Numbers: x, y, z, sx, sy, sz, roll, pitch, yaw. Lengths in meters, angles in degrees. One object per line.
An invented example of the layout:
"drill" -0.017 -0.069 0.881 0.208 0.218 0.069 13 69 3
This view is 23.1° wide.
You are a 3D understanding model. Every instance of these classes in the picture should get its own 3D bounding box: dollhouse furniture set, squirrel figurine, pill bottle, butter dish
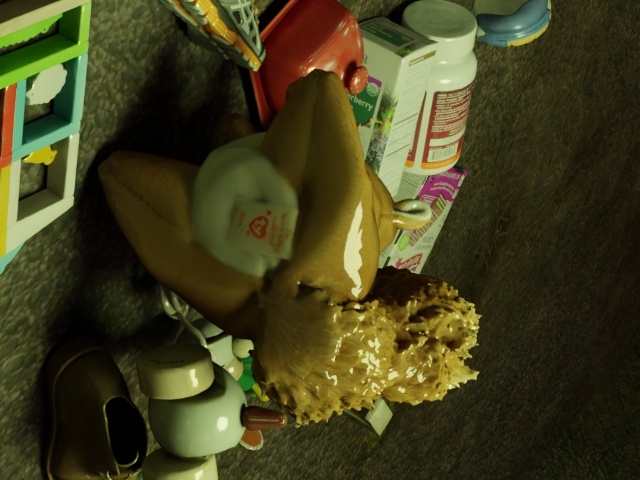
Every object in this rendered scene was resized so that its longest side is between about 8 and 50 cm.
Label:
"dollhouse furniture set" 0.043 0.184 2.283 0.129 0.183 0.129 -56 156 -12
"squirrel figurine" 0.002 0.022 1.757 0.281 0.397 0.370 -28 171 14
"pill bottle" 0.147 -0.208 2.138 0.121 0.121 0.221 -38 147 -42
"butter dish" 0.003 -0.209 1.849 0.160 0.118 0.160 -51 155 -23

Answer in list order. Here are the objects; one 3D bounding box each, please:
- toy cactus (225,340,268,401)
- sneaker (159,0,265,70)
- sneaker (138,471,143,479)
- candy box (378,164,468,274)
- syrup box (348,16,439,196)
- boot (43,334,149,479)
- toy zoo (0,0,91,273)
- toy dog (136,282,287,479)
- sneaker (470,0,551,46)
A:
"toy cactus" -0.092 0.150 2.072 0.180 0.112 0.219 -9 165 -27
"sneaker" -0.101 -0.248 1.645 0.083 0.084 0.215 -62 156 -11
"sneaker" -0.292 0.449 1.962 0.366 0.135 0.150 -62 160 0
"candy box" 0.122 -0.020 2.358 0.233 0.071 0.159 -65 157 9
"syrup box" 0.068 -0.165 2.061 0.096 0.093 0.237 -30 142 -50
"boot" -0.251 0.253 1.824 0.112 0.115 0.305 -28 142 -24
"toy zoo" -0.300 -0.087 1.479 0.192 0.030 0.293 -33 144 -47
"toy dog" -0.108 0.160 1.782 0.334 0.161 0.220 -84 173 -53
"sneaker" 0.256 -0.385 2.130 0.296 0.111 0.131 -79 162 -46
